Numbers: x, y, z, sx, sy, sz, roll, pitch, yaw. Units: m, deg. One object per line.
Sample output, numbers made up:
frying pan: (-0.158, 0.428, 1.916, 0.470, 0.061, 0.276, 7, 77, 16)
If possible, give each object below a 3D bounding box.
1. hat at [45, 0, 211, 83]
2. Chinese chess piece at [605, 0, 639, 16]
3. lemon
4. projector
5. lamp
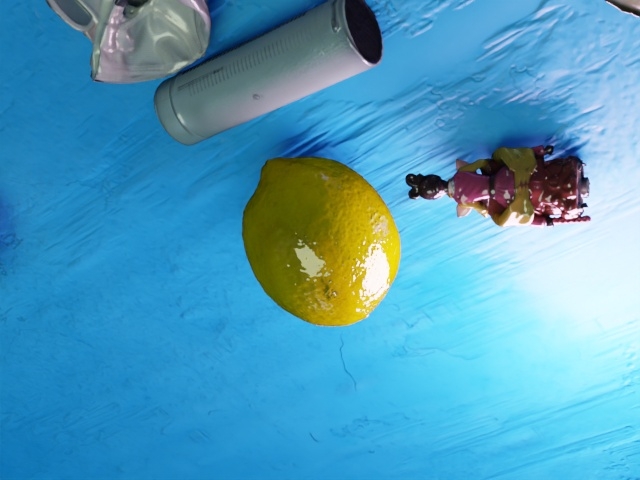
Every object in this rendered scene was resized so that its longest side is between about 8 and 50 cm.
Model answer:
hat: (-0.261, -0.350, 1.385, 0.219, 0.164, 0.226, -30, 78, 37)
Chinese chess piece: (0.311, -0.341, 1.075, 0.257, 0.257, 0.104, 25, 123, -6)
lemon: (0.002, 0.004, 1.515, 0.263, 0.236, 0.236, 30, 136, -33)
projector: (-0.078, -0.235, 1.406, 0.337, 0.108, 0.108, -19, 123, 31)
lamp: (0.256, -0.074, 1.443, 0.253, 0.118, 0.118, -2, 130, 19)
